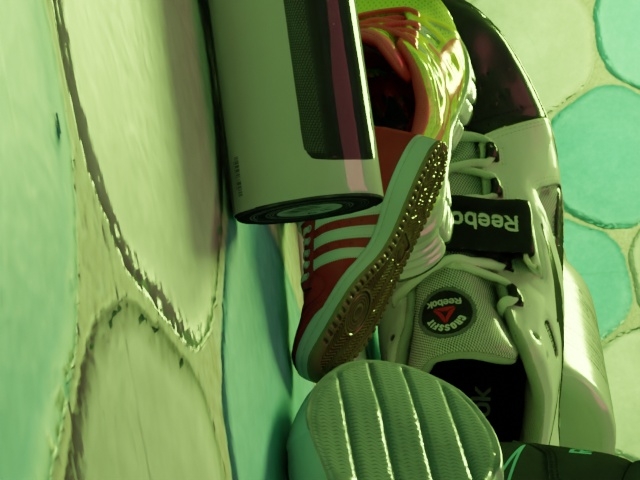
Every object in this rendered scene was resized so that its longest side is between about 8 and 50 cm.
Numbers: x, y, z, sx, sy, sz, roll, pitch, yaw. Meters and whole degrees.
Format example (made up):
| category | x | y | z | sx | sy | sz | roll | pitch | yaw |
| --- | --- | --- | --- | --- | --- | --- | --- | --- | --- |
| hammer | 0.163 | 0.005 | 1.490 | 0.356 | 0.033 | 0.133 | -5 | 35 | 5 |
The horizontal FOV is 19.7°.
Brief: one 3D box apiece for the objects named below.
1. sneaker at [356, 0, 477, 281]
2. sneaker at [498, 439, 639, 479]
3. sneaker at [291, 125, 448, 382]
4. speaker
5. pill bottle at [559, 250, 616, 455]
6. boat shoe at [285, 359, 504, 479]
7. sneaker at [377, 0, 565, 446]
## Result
| category | x | y | z | sx | sy | sz | roll | pitch | yaw |
| --- | --- | --- | --- | --- | --- | --- | --- | --- | --- |
| sneaker | 0.033 | -0.081 | 0.924 | 0.208 | 0.081 | 0.094 | -91 | 167 | -45 |
| sneaker | 0.060 | 0.186 | 0.711 | 0.101 | 0.106 | 0.267 | 91 | 24 | -47 |
| sneaker | 0.000 | 0.000 | 0.763 | 0.118 | 0.067 | 0.042 | -61 | 158 | -24 |
| speaker | -0.013 | -0.077 | 0.659 | 0.055 | 0.055 | 0.136 | 38 | 44 | -80 |
| pill bottle | 0.123 | 0.073 | 1.243 | 0.229 | 0.131 | 0.131 | -86 | 165 | -61 |
| boat shoe | 0.018 | 0.119 | 0.659 | 0.226 | 0.083 | 0.076 | -79 | -173 | -69 |
| sneaker | 0.084 | 0.018 | 1.035 | 0.146 | 0.122 | 0.331 | 0 | 81 | -85 |
